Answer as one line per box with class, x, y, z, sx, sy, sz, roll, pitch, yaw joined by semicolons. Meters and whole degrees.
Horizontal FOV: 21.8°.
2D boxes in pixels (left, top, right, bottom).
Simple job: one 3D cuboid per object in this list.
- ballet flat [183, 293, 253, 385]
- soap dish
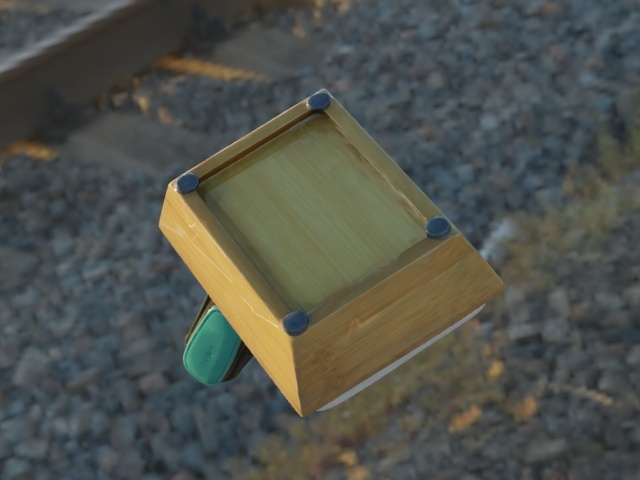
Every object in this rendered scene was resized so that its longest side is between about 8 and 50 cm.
ballet flat;-0.073;0.057;1.772;0.096;0.095;0.280;-46;-2;-37
soap dish;0.000;0.000;1.583;0.229;0.118;0.291;-32;52;-11
